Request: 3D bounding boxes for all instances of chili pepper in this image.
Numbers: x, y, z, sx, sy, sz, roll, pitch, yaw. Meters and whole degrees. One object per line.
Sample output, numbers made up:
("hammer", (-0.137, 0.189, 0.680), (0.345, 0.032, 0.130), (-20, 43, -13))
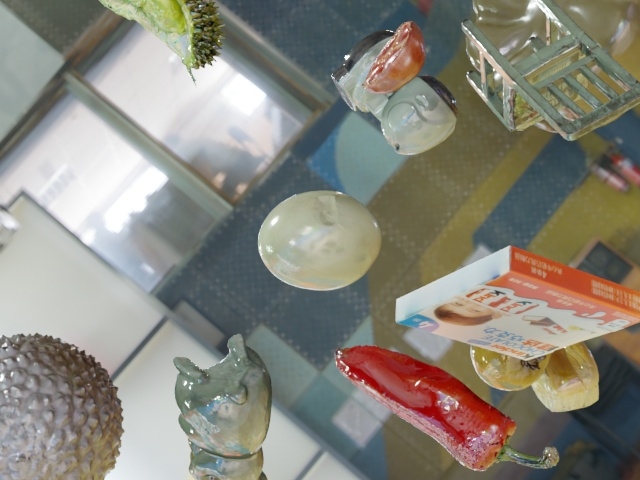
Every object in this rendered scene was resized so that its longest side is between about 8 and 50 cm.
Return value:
("chili pepper", (0.186, 0.262, 1.650), (0.110, 0.388, 0.110), (-45, -26, -29))

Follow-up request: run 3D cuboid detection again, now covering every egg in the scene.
("egg", (0.000, 0.000, 2.285), (0.269, 0.219, 0.219), (-11, -19, -12))

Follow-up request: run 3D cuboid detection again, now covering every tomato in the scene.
("tomato", (0.148, -0.328, 1.979), (0.155, 0.069, 0.155), (-50, 14, 18))

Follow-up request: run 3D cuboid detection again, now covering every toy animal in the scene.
("toy animal", (-0.109, 0.250, 1.301), (0.127, 0.125, 0.251), (-73, -22, -58))

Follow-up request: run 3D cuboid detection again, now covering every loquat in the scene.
("loquat", (0.338, 0.192, 1.885), (0.163, 0.137, 0.163), (-40, 20, 17))

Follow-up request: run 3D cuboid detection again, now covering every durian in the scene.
("durian", (-0.342, -0.510, 2.253), (0.169, 0.352, 0.158), (-47, 18, 17))

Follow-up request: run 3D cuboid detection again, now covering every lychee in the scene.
("lychee", (-0.425, 0.285, 1.593), (0.300, 0.300, 0.300), (-49, -9, -10))

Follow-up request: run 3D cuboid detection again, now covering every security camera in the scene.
("security camera", (0.183, -0.323, 2.404), (0.191, 0.277, 0.197), (-40, -17, -1))

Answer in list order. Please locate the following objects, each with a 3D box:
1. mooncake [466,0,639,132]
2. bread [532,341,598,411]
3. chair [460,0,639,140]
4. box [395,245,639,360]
("mooncake", (0.439, -0.386, 1.884), (0.201, 0.378, 0.378), (20, -67, -44))
("bread", (0.511, 0.264, 2.296), (0.236, 0.140, 0.106), (-113, 13, -57))
("chair", (0.331, -0.223, 1.529), (0.136, 0.270, 0.147), (-30, -33, -7))
("box", (0.297, 0.103, 1.595), (0.265, 0.273, 0.048), (-31, 49, 52))
